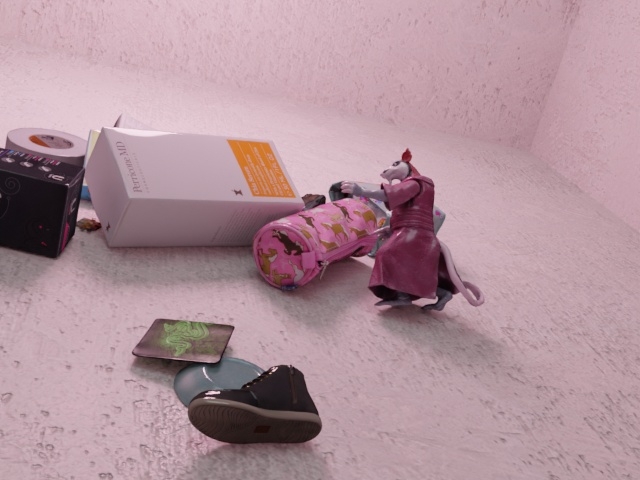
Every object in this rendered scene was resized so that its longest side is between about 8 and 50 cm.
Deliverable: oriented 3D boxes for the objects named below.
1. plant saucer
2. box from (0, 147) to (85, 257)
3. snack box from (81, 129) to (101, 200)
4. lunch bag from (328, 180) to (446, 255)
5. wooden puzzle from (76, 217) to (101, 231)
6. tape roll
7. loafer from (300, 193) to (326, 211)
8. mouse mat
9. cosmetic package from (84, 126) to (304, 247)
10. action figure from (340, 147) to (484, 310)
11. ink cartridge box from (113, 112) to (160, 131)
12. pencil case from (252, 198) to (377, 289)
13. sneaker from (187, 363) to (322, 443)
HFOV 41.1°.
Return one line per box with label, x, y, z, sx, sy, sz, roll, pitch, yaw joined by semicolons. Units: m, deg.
plant saucer;-0.147;0.239;1.431;0.194;0.038;0.195;14;21;-5
box;-0.643;-0.089;1.753;0.270;0.165;0.143;13;20;-6
snack box;-0.431;-0.165;2.150;0.321;0.060;0.187;10;52;-16
lunch bag;0.167;-0.075;2.327;0.223;0.160;0.262;-2;31;-37
wooden puzzle;-0.525;-0.036;1.932;0.049;0.006;0.083;18;20;8
tape roll;-0.701;-0.224;2.212;0.219;0.072;0.219;14;19;-5
loafer;-0.047;-0.087;2.240;0.084;0.096;0.267;24;9;6
mouse mat;-0.239;0.176;1.518;0.152;0.007;0.190;5;13;2
cosmetic package;-0.290;-0.119;1.993;0.453;0.161;0.230;-1;50;-37
action figure;0.210;-0.033;1.930;0.275;0.370;0.248;-3;-11;26
ink cartridge box;-0.411;-0.202;2.405;0.384;0.091;0.308;27;15;-19
pencil case;0.000;0.000;2.005;0.167;0.160;0.386;57;28;5
sneaker;-0.111;0.248;1.334;0.222;0.083;0.118;16;33;-30
